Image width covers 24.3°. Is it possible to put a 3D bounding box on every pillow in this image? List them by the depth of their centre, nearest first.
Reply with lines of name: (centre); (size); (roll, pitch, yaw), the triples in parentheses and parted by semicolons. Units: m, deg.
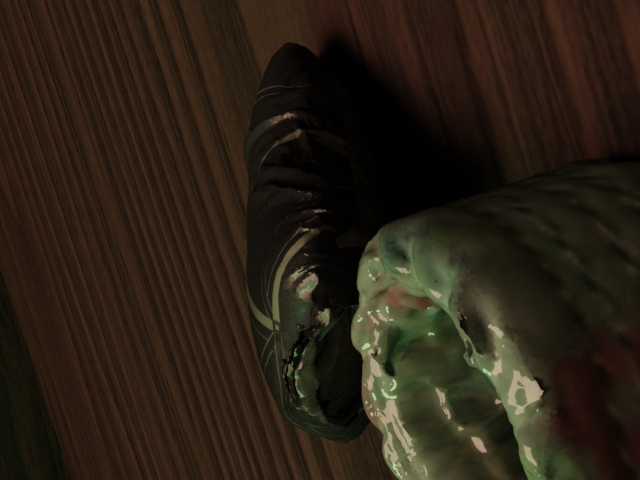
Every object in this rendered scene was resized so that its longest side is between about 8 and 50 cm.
pillow: (0.000, 0.000, 0.909); (0.335, 0.092, 0.161); (-93, -11, -58)

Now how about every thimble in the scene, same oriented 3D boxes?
thimble: (0.120, 0.072, 0.707); (0.211, 0.149, 0.185); (52, 151, 40)
